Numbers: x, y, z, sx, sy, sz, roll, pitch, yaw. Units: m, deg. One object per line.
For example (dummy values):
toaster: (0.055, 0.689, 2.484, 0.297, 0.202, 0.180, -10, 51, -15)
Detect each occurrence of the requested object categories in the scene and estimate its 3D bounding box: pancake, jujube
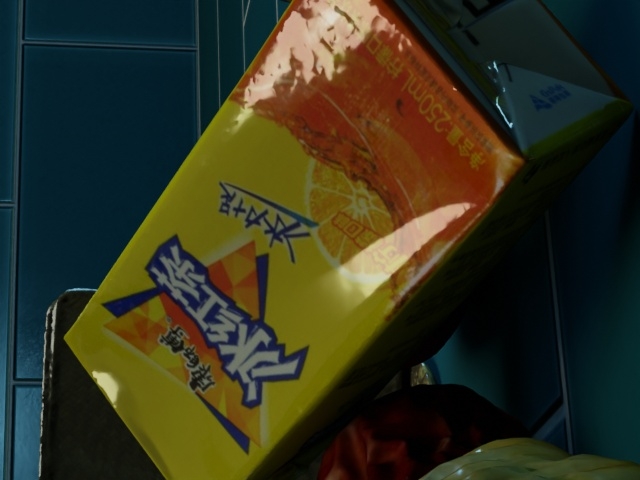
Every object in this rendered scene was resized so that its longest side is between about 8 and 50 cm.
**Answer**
pancake: (0.073, 0.139, 1.287, 0.115, 0.011, 0.115, -179, 90, -81)
jujube: (0.063, 0.170, 0.912, 0.230, 0.155, 0.155, -101, 15, -56)

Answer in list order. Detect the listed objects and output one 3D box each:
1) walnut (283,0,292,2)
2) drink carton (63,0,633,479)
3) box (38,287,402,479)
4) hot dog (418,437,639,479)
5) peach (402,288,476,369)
walnut: (0.024, -0.247, 1.097, 0.224, 0.224, 0.224, -179, 90, -81)
drink carton: (0.000, 0.000, 0.943, 0.154, 0.111, 0.351, 51, 132, 14)
box: (-0.074, 0.132, 1.362, 0.143, 0.273, 0.184, 36, -124, -89)
hot dog: (0.090, 0.263, 0.643, 0.367, 0.196, 0.365, -138, 47, -71)
peach: (0.022, 0.005, 1.130, 0.197, 0.197, 0.197, -179, 90, -81)
